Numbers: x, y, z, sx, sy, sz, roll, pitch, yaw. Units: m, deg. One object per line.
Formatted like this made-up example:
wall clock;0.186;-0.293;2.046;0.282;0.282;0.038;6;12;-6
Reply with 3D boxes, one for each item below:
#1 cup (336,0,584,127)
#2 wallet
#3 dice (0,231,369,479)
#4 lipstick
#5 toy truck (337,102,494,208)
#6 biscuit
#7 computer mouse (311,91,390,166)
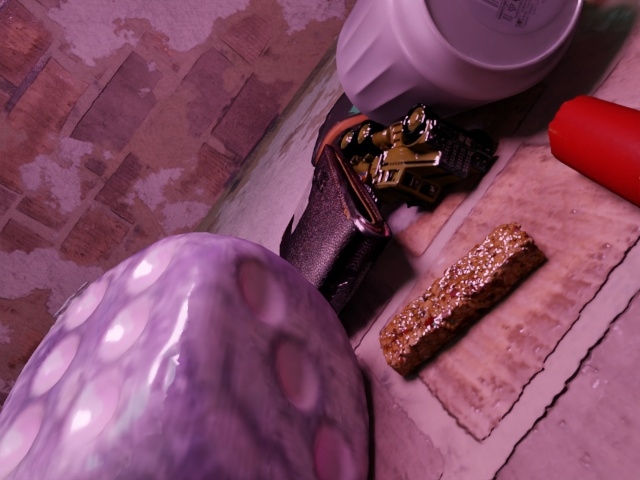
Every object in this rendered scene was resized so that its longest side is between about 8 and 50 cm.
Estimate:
cup;0.204;-0.303;0.651;0.323;0.236;0.327;-20;8;-7
wallet;0.000;0.000;0.703;0.262;0.072;0.220;-107;35;-52
dice;-0.126;0.175;0.480;0.270;0.271;0.270;-27;36;24
lipstick;0.265;-0.045;0.338;0.073;0.073;0.279;-48;22;17
toy truck;0.120;-0.109;0.695;0.257;0.127;0.127;-4;68;64
biscuit;0.140;0.061;0.490;0.199;0.034;0.064;-48;22;17
computer mouse;0.078;-0.274;1.054;0.323;0.116;0.182;-34;23;44
